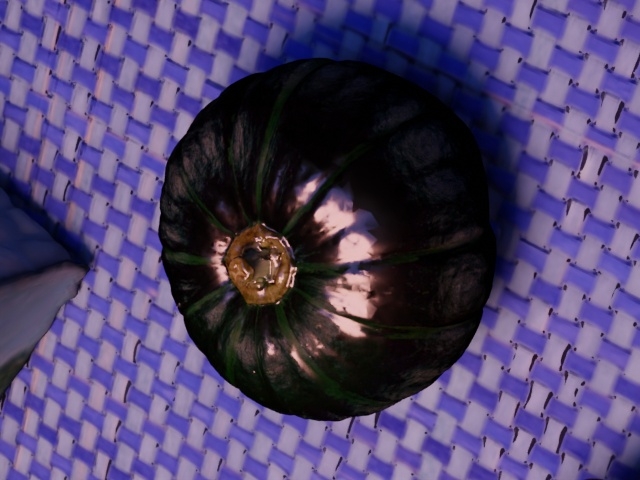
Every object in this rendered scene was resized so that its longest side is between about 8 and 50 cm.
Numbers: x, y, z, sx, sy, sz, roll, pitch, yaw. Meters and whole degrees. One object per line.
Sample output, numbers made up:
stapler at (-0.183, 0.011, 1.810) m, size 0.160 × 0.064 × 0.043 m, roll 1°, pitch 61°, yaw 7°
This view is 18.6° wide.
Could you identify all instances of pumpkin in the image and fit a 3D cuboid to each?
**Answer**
pumpkin at (0.000, 0.000, 1.058) m, size 0.202 × 0.140 × 0.202 m, roll 9°, pitch 107°, yaw 31°

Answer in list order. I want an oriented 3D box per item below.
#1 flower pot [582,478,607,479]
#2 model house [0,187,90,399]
flower pot at (0.151, 0.227, 1.016) m, size 0.190 × 0.190 × 0.173 m, roll 31°, pitch 109°, yaw 22°
model house at (-0.412, 0.031, 1.208) m, size 0.339 × 0.360 × 0.297 m, roll 48°, pitch 126°, yaw 13°
